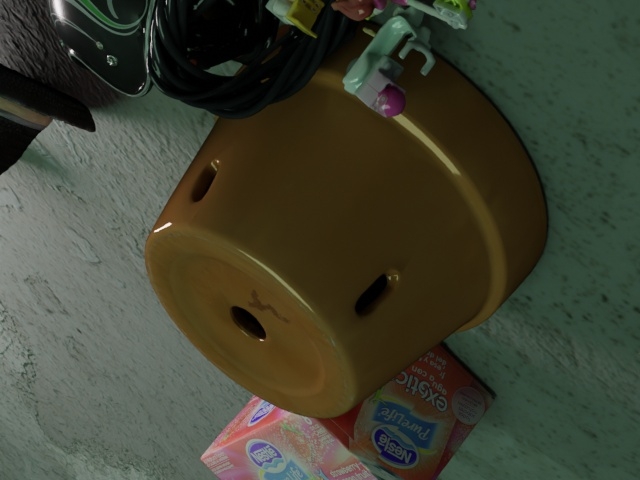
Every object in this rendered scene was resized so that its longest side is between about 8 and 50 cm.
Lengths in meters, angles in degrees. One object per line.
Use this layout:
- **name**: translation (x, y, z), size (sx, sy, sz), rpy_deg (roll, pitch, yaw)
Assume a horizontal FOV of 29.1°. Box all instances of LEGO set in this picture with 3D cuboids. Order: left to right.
- **LEGO set**: translation (-0.004, -0.158, 0.736), size (0.107, 0.132, 0.287), rpy_deg (34, -166, 38)

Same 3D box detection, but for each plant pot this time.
- **plant pot**: translation (0.000, 0.000, 0.970), size (0.291, 0.203, 0.290), rpy_deg (30, 149, 21)

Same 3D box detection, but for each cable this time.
- **cable**: translation (-0.037, -0.160, 0.830), size (0.047, 0.184, 0.150), rpy_deg (51, 172, 34)

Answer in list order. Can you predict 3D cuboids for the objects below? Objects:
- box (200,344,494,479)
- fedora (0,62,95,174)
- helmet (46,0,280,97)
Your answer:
- **box**: translation (0.016, 0.194, 1.250), size (0.142, 0.154, 0.300), rpy_deg (44, 151, -5)
- **fedora**: translation (-0.382, -0.121, 1.178), size (0.334, 0.152, 0.334), rpy_deg (25, -178, -1)
- **helmet**: translation (-0.124, -0.191, 0.910), size (0.161, 0.169, 0.169), rpy_deg (36, 152, 36)
